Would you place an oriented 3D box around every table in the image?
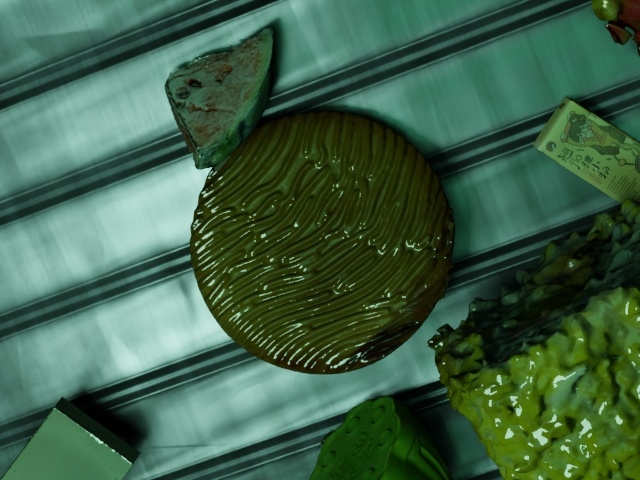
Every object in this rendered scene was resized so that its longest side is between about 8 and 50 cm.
[{"bbox_3d":[-0.337,0.315,1.900,0.122,0.111,0.240,37,103,-3],"label":"table"}]

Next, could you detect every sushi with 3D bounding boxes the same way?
[{"bbox_3d":[0.316,0.120,1.653,0.351,0.396,0.240,-35,97,4],"label":"sushi"}]

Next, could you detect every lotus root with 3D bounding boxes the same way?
[{"bbox_3d":[0.098,0.303,1.844,0.186,0.186,0.186,1,102,5],"label":"lotus root"}]

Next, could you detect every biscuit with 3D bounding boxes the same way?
[{"bbox_3d":[0.000,0.000,1.795,0.318,0.040,0.317,-1,83,8],"label":"biscuit"}]

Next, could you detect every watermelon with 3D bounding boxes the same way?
[{"bbox_3d":[-0.119,-0.171,1.803,0.139,0.071,0.187,22,77,28],"label":"watermelon"}]

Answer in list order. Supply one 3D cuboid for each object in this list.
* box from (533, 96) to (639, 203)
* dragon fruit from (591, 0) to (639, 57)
[{"bbox_3d":[0.332,-0.102,1.794,0.149,0.020,0.073,32,103,-1],"label":"box"},{"bbox_3d":[0.433,-0.313,1.654,0.307,0.243,0.227,11,79,-34],"label":"dragon fruit"}]
